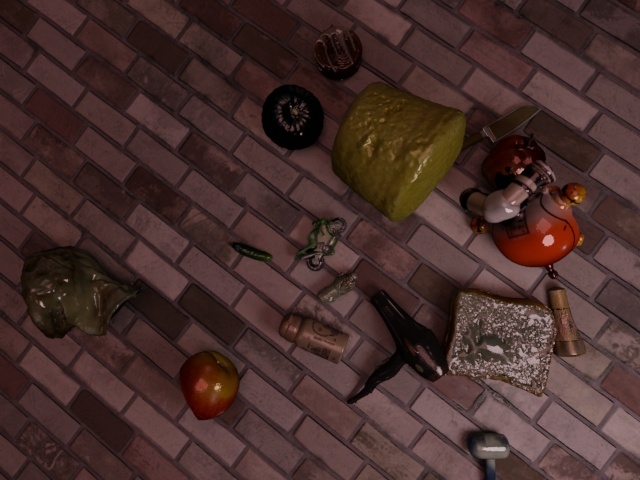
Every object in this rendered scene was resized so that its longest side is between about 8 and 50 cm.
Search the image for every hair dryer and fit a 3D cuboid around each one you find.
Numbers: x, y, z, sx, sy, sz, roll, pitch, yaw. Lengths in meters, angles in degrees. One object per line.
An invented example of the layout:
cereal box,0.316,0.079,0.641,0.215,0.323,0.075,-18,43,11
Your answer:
hair dryer,0.175,0.357,1.235,0.359,0.120,0.303,-48,66,15

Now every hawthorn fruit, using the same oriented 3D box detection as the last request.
hawthorn fruit,0.566,-0.234,1.184,0.157,0.194,0.156,4,56,-7

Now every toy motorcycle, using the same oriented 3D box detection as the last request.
toy motorcycle,0.000,0.000,1.284,0.106,0.074,0.190,31,91,15

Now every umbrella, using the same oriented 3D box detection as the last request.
umbrella,0.056,0.147,1.278,0.143,0.062,0.067,-39,54,3

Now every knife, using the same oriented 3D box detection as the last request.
knife,0.528,-0.330,1.273,0.343,0.027,0.061,-30,83,0

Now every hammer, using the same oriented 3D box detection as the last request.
hammer,0.495,0.665,1.207,0.116,0.069,0.193,-2,92,4

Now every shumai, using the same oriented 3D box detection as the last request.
shumai,-0.708,0.139,1.272,0.289,0.330,0.291,-14,124,-14

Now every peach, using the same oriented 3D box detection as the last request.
peach,-0.344,0.437,1.235,0.190,0.190,0.192,33,92,6

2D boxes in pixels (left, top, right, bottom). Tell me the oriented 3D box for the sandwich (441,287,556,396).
sandwich,0.520,0.290,1.205,0.302,0.099,0.270,10,92,7

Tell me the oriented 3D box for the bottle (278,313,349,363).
bottle,-0.026,0.297,1.260,0.209,0.097,0.110,21,132,7

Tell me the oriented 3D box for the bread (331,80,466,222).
bread,0.209,-0.256,1.147,0.308,0.348,0.348,37,91,11

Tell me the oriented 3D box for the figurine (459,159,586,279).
figurine,0.571,-0.048,1.139,0.323,0.320,0.196,38,55,-21

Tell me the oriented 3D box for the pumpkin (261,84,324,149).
pumpkin,-0.086,-0.380,1.277,0.202,0.140,0.201,0,88,-10

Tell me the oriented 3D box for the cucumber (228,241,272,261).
cucumber,-0.229,0.037,1.318,0.155,0.037,0.037,19,89,6

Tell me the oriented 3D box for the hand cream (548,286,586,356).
hand cream,0.711,0.236,1.208,0.084,0.084,0.203,-8,79,5

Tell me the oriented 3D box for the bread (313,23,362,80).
bread,0.054,-0.597,1.307,0.161,0.073,0.160,0,87,6
